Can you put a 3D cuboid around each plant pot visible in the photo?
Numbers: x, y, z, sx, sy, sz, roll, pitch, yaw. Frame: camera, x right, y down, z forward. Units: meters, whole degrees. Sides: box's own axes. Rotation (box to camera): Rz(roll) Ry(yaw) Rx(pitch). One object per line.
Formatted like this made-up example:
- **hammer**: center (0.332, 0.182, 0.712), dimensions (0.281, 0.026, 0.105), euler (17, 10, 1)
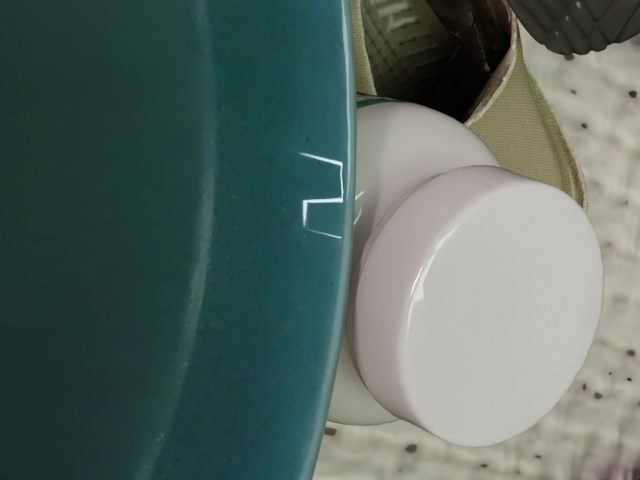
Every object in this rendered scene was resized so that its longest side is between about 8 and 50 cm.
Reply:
- **plant pot**: center (-0.155, -0.022, 0.266), dimensions (0.271, 0.255, 0.272), euler (2, 90, -70)

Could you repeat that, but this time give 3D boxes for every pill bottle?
- **pill bottle**: center (0.000, 0.000, 0.443), dimensions (0.117, 0.208, 0.118), euler (-11, 110, -32)

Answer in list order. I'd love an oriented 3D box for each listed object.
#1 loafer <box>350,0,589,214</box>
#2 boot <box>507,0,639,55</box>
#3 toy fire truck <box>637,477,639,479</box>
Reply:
- **loafer**: center (0.053, -0.062, 0.536), dimensions (0.268, 0.092, 0.102), euler (44, 78, -36)
- **boot**: center (0.062, -0.202, 0.479), dimensions (0.083, 0.161, 0.246), euler (-23, 134, 21)
- **toy fire truck**: center (0.226, 0.275, 0.739), dimensions (0.302, 0.169, 0.254), euler (59, 45, -33)
